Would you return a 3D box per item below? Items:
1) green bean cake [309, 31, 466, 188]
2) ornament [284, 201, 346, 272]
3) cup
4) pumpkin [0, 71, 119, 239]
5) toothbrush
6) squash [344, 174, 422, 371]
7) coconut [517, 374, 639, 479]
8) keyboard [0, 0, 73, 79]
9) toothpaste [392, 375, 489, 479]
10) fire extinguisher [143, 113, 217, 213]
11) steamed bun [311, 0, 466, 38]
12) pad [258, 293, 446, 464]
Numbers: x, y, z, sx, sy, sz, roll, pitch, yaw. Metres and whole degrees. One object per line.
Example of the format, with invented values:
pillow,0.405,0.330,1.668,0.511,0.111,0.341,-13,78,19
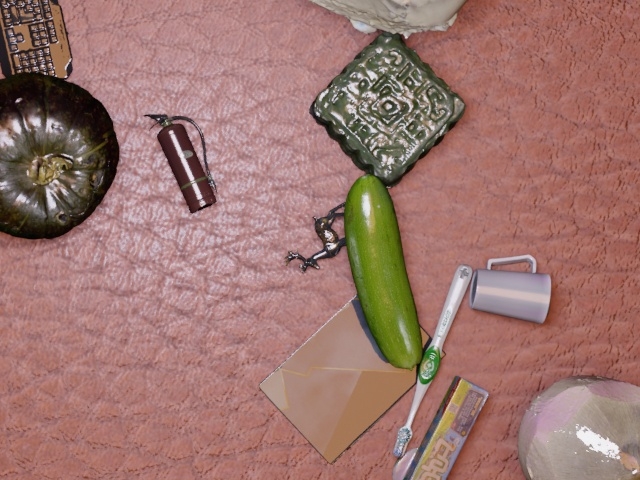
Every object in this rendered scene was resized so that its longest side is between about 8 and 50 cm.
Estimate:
green bean cake,0.099,-0.191,1.949,0.173,0.094,0.181,-43,93,-4
ornament,0.000,0.000,1.970,0.125,0.028,0.073,-27,93,-7
cup,0.284,0.066,1.986,0.116,0.074,0.104,9,65,-1
pumpkin,-0.396,-0.117,1.852,0.237,0.159,0.238,-4,100,-24
toothbrush,0.165,0.178,1.985,0.030,0.030,0.304,21,85,-6
squash,0.087,0.048,1.939,0.082,0.082,0.293,-14,100,-6
coconut,0.400,0.302,1.909,0.227,0.230,0.227,0,90,-5
keyboard,-0.430,-0.354,1.931,0.106,0.016,0.262,-12,91,-6
toothpaste,0.173,0.293,1.977,0.070,0.044,0.193,27,86,-6
fire extinguisher,-0.195,-0.121,1.945,0.078,0.045,0.157,-25,91,-34
steamed bun,0.085,-0.456,1.882,0.333,0.233,0.312,32,83,-2
pad,0.049,0.193,1.985,0.243,0.004,0.164,-43,94,-5
